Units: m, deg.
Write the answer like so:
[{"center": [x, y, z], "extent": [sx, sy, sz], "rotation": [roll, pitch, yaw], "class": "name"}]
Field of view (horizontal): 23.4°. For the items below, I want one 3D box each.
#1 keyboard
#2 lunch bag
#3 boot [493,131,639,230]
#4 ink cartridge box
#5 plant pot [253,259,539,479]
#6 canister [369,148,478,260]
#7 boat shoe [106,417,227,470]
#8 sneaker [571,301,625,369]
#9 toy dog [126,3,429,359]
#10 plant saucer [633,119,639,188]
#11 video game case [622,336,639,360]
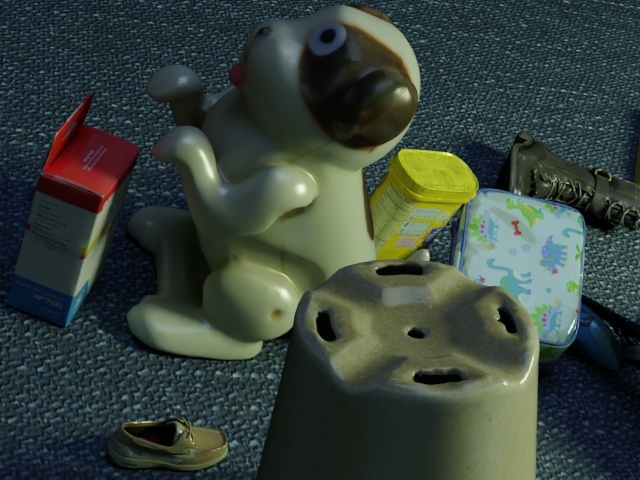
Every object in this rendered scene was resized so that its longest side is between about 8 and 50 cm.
[{"center": [0.387, 0.113, 2.059], "extent": [0.100, 0.038, 0.192], "rotation": [29, 4, -21], "class": "keyboard"}, {"center": [0.248, 0.046, 1.998], "extent": [0.176, 0.090, 0.219], "rotation": [11, 61, -3], "class": "lunch bag"}, {"center": [0.386, -0.075, 2.350], "extent": [0.229, 0.091, 0.263], "rotation": [24, 29, 5], "class": "boot"}, {"center": [-0.274, -0.036, 1.743], "extent": [0.078, 0.231, 0.134], "rotation": [22, 31, 1], "class": "ink cartridge box"}, {"center": [0.077, 0.200, 1.452], "extent": [0.333, 0.306, 0.334], "rotation": [4, 31, -3], "class": "plant pot"}, {"center": [0.107, -0.032, 1.987], "extent": [0.126, 0.170, 0.073], "rotation": [2, 47, -41], "class": "canister"}, {"center": [-0.154, 0.210, 1.614], "extent": [0.135, 0.045, 0.050], "rotation": [0, 37, -32], "class": "boat shoe"}, {"center": [0.316, 0.108, 2.064], "extent": [0.082, 0.069, 0.209], "rotation": [-36, 68, -14], "class": "sneaker"}, {"center": [-0.025, -0.077, 1.789], "extent": [0.395, 0.408, 0.285], "rotation": [17, 32, -7], "class": "toy dog"}, {"center": [0.709, -0.121, 2.634], "extent": [0.332, 0.081, 0.333], "rotation": [23, 31, 1], "class": "plant saucer"}, {"center": [0.552, 0.129, 2.120], "extent": [0.206, 0.026, 0.227], "rotation": [10, 23, 30], "class": "video game case"}]
